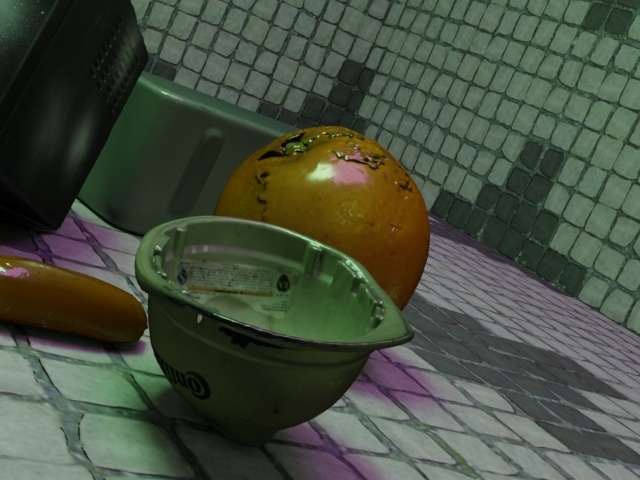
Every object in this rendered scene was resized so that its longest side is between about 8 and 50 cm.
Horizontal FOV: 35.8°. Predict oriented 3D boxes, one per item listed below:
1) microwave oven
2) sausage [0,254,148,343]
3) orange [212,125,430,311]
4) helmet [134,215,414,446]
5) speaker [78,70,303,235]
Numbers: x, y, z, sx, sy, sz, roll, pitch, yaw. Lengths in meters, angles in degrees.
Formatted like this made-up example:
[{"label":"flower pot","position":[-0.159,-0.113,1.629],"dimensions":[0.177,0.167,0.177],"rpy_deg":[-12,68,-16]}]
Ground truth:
[{"label":"microwave oven","position":[-0.431,-0.228,0.996],"dimensions":[0.432,0.236,0.374],"rpy_deg":[26,-12,3]},{"label":"sausage","position":[-0.212,0.049,0.816],"dimensions":[0.183,0.054,0.062],"rpy_deg":[20,38,-37]},{"label":"orange","position":[0.000,0.000,1.089],"dimensions":[0.246,0.246,0.246],"rpy_deg":[23,9,-4]},{"label":"helmet","position":[-0.048,0.085,0.758],"dimensions":[0.204,0.137,0.257],"rpy_deg":[9,16,-17]},{"label":"speaker","position":[-0.130,-0.090,1.377],"dimensions":[0.406,0.184,0.183],"rpy_deg":[15,14,-45]}]
